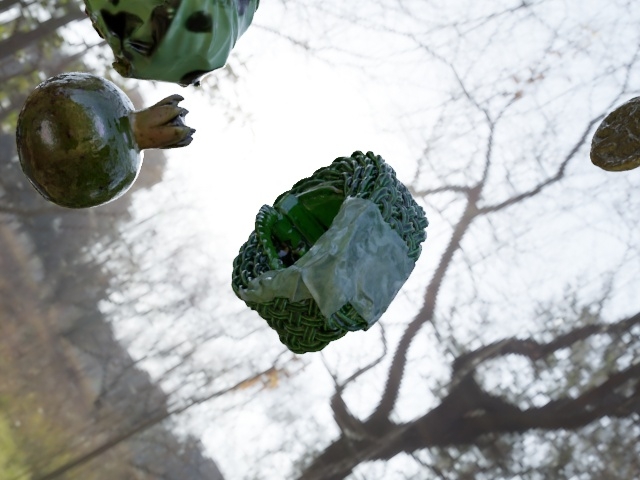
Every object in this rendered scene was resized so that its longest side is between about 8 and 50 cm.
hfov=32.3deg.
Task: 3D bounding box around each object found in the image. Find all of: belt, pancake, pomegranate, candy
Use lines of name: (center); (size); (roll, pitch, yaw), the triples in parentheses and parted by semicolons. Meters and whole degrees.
belt: (0.000, 0.000, 0.717); (0.121, 0.151, 0.079); (-24, -62, 32)
pancake: (0.456, -0.159, 1.603); (0.025, 0.151, 0.151); (40, -9, -26)
pomegranate: (-0.173, -0.083, 0.887); (0.114, 0.142, 0.114); (-10, 90, -86)
candy: (-0.013, -0.138, 0.441); (0.305, 0.083, 0.091); (-18, -101, 54)
